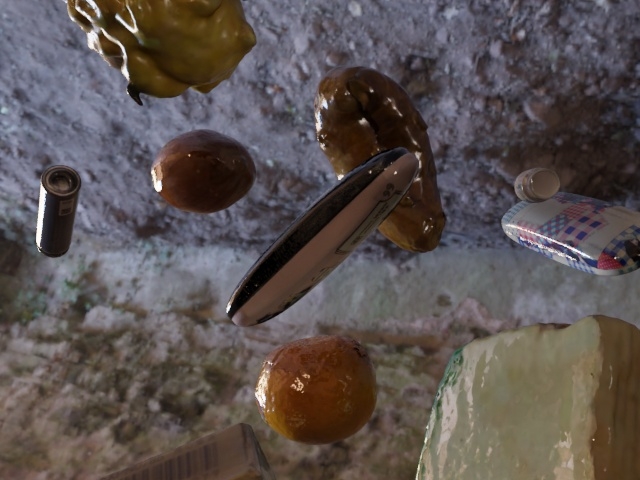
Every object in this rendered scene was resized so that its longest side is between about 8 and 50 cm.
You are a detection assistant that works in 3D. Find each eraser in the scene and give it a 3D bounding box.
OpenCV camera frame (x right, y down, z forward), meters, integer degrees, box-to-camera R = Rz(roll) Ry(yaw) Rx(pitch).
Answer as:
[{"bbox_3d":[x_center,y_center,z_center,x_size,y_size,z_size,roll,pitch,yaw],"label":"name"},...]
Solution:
[{"bbox_3d":[-0.202,0.309,0.726,0.343,0.078,0.144,-20,119,-3],"label":"eraser"}]

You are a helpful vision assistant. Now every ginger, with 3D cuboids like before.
[{"bbox_3d":[0.101,-0.134,1.177,0.321,0.165,0.172,59,-174,-11],"label":"ginger"}]

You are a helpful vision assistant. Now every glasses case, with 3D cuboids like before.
[{"bbox_3d":[0.000,0.000,0.918,0.075,0.314,0.122,48,-162,6],"label":"glasses case"},{"bbox_3d":[0.427,-0.018,1.227,0.076,0.125,0.327,64,168,-21],"label":"glasses case"}]

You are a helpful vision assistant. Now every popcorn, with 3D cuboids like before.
[{"bbox_3d":[-0.260,-0.350,1.197,0.316,0.281,0.297,2,157,40],"label":"popcorn"}]

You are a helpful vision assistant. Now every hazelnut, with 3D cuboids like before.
[{"bbox_3d":[-0.235,-0.144,1.522,0.214,0.176,0.214,-10,-174,1],"label":"hazelnut"}]

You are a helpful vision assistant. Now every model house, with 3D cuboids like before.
[{"bbox_3d":[0.328,0.322,0.846,0.343,0.382,0.335,25,155,-24],"label":"model house"}]

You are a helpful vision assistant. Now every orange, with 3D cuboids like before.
[{"bbox_3d":[-0.006,0.262,1.295,0.219,0.193,0.219,-28,178,-1],"label":"orange"}]

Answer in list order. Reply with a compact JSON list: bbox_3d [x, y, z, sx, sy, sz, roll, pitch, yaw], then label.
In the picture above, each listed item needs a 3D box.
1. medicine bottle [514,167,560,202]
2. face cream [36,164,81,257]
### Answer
[{"bbox_3d":[0.324,-0.082,1.097,0.052,0.052,0.089,14,-178,2],"label":"medicine bottle"},{"bbox_3d":[-0.531,-0.045,1.476,0.073,0.073,0.283,19,145,-13],"label":"face cream"}]
